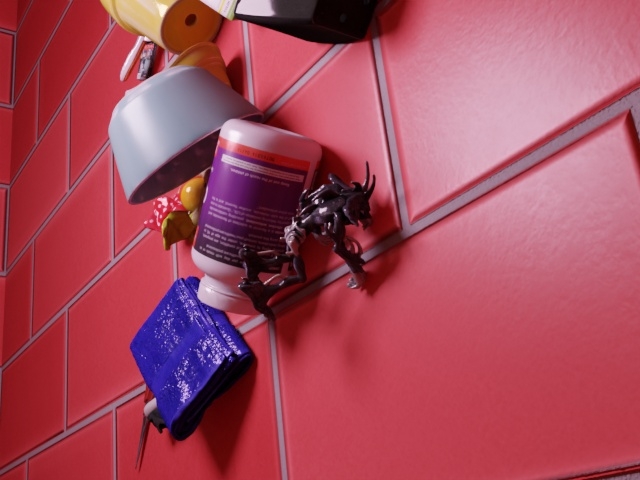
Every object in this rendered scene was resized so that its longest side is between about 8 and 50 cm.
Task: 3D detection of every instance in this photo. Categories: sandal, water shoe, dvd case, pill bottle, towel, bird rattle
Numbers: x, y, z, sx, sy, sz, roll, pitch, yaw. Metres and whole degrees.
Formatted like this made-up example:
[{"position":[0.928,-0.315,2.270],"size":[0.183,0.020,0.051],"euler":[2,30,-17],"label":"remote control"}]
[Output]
[{"position":[-0.435,-0.522,2.089],"size":[0.265,0.076,0.102],"euler":[-61,14,10],"label":"sandal"},{"position":[-0.302,0.346,1.712],"size":[0.203,0.073,0.080],"euler":[-41,79,41],"label":"water shoe"},{"position":[-0.477,-0.501,2.204],"size":[0.087,0.013,0.119],"euler":[16,95,56],"label":"dvd case"},{"position":[-0.120,-0.040,1.409],"size":[0.181,0.182,0.322],"euler":[29,106,55],"label":"pill bottle"},{"position":[-0.277,0.222,1.616],"size":[0.227,0.076,0.308],"euler":[-49,40,4],"label":"towel"},{"position":[-0.276,-0.071,1.749],"size":[0.206,0.143,0.253],"euler":[-60,24,10],"label":"bird rattle"}]

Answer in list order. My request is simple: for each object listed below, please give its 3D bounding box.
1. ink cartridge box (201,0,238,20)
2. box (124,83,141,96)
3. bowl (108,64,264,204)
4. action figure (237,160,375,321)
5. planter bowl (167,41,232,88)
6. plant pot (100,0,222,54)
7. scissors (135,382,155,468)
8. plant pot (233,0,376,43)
[{"position":[-0.224,-0.601,1.654],"size":[0.255,0.097,0.188],"euler":[35,118,10],"label":"ink cartridge box"},{"position":[-0.396,-0.280,1.935],"size":[0.181,0.119,0.181],"euler":[-3,80,56],"label":"box"},{"position":[-0.280,-0.219,1.539],"size":[0.163,0.312,0.311],"euler":[55,137,1],"label":"bowl"},{"position":[0.000,0.000,1.270],"size":[0.276,0.141,0.164],"euler":[-38,38,12],"label":"action figure"},{"position":[-0.254,-0.307,1.713],"size":[0.090,0.217,0.217],"euler":[37,119,15],"label":"planter bowl"},{"position":[-0.352,-0.560,1.848],"size":[0.239,0.254,0.254],"euler":[48,123,30],"label":"plant pot"},{"position":[-0.408,0.389,1.891],"size":[0.109,0.021,0.297],"euler":[41,117,49],"label":"scissors"},{"position":[-0.003,-0.427,1.344],"size":[0.167,0.188,0.187],"euler":[31,108,41],"label":"plant pot"}]
